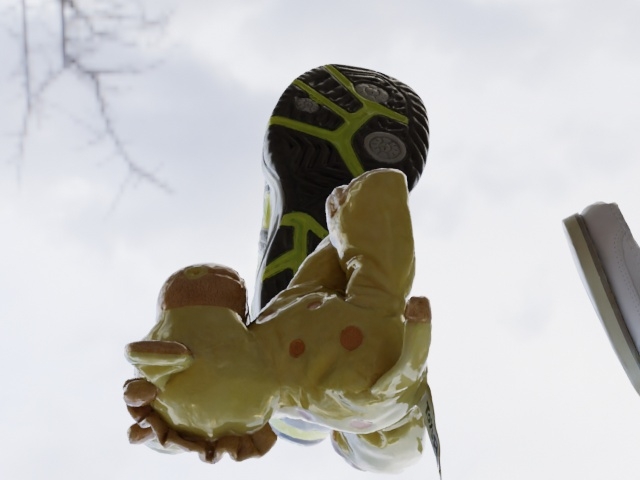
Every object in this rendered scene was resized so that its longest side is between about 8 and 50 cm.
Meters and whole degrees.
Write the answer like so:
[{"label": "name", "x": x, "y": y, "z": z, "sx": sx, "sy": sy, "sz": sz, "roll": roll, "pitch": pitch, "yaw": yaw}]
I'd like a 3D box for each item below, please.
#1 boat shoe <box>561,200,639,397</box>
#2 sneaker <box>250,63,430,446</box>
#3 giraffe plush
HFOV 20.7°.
[{"label": "boat shoe", "x": 0.271, "y": 0.075, "z": 1.274, "sx": 0.103, "sy": 0.302, "sz": 0.113, "roll": -27, "pitch": -144, "yaw": 12}, {"label": "sneaker", "x": 0.000, "y": 0.000, "z": 1.489, "sx": 0.145, "sy": 0.147, "sz": 0.385, "roll": 17, "pitch": -132, "yaw": -2}, {"label": "giraffe plush", "x": -0.027, "y": 0.069, "z": 1.000, "sx": 0.170, "sy": 0.181, "sz": 0.210, "roll": -4, "pitch": -149, "yaw": -2}]
